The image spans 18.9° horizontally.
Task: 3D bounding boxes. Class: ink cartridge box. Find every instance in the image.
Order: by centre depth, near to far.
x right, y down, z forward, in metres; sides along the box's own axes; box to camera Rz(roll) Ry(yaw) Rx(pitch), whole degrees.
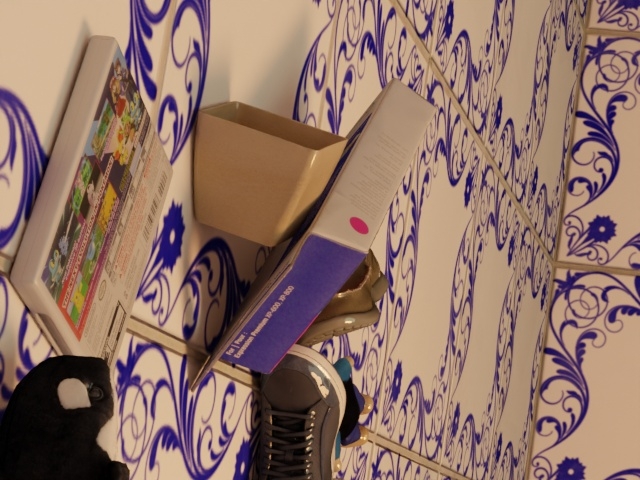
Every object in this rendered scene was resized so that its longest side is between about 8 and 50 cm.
[{"bbox_3d":[0.000,0.000,1.783,0.176,0.069,0.371,-51,-176,34],"label":"ink cartridge box"}]

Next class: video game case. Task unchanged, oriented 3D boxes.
[{"bbox_3d":[-0.161,-0.015,1.389,0.183,0.023,0.201,72,29,-59],"label":"video game case"}]

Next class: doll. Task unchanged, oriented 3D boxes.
[{"bbox_3d":[0.020,0.193,2.135,0.189,0.046,0.129,47,50,-72],"label":"doll"}]

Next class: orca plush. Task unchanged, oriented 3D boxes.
[{"bbox_3d":[-0.212,0.201,1.228,0.151,0.102,0.287,4,-106,60],"label":"orca plush"}]

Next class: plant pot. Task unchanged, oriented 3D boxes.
[{"bbox_3d":[-0.052,-0.054,1.649,0.109,0.109,0.096,-29,138,-73],"label":"plant pot"}]

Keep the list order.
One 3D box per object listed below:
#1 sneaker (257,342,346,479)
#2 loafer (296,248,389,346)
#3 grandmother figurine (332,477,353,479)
[{"bbox_3d":[-0.030,0.225,1.872,0.163,0.086,0.226,-71,163,-48],"label":"sneaker"},{"bbox_3d":[0.010,0.045,1.987,0.251,0.094,0.087,-60,129,-78],"label":"loafer"},{"bbox_3d":[0.092,0.409,2.092,0.342,0.104,0.208,55,38,0],"label":"grandmother figurine"}]
